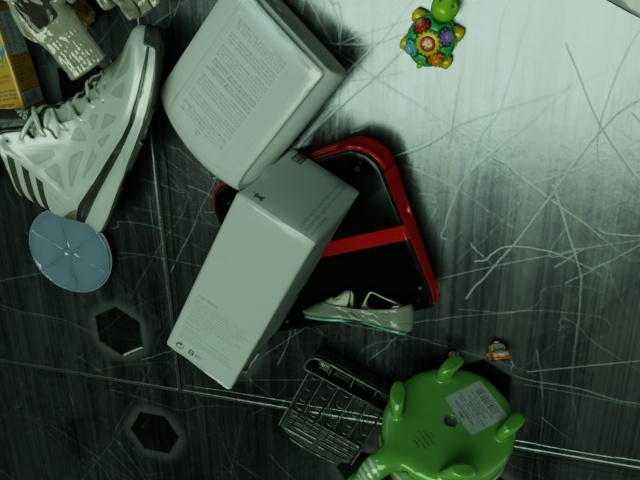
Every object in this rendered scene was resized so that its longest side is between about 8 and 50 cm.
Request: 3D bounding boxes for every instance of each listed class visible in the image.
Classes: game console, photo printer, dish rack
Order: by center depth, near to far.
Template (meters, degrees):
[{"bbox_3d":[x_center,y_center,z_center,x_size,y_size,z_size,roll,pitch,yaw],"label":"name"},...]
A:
[{"bbox_3d":[-0.133,-0.260,1.305,0.256,0.107,0.307,49,119,12],"label":"photo printer"},{"bbox_3d":[0.000,0.000,1.419,0.386,0.060,0.342,-12,111,30],"label":"game console"},{"bbox_3d":[0.028,0.368,1.587,0.208,0.074,0.272,29,119,4],"label":"dish rack"}]

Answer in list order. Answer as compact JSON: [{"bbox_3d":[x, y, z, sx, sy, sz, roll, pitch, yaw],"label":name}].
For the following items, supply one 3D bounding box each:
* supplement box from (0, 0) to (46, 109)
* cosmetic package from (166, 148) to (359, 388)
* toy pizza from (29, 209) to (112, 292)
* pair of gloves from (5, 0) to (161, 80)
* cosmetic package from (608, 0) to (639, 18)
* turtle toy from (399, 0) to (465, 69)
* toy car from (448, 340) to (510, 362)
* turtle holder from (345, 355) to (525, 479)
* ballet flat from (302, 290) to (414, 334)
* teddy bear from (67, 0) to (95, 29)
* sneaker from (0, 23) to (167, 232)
[{"bbox_3d":[-0.613,-0.343,1.462,0.078,0.080,0.234,-5,110,17],"label":"supplement box"},{"bbox_3d":[-0.106,0.051,1.331,0.156,0.217,0.385,35,128,4],"label":"cosmetic package"},{"bbox_3d":[-0.540,0.020,1.630,0.201,0.032,0.201,6,116,13],"label":"toy pizza"},{"bbox_3d":[-0.402,-0.417,1.261,0.240,0.042,0.204,-45,100,2],"label":"pair of gloves"},{"bbox_3d":[0.439,-0.395,1.080,0.237,0.127,0.107,27,118,2],"label":"cosmetic package"},{"bbox_3d":[0.184,-0.339,1.219,0.095,0.066,0.130,26,119,5],"label":"turtle toy"},{"bbox_3d":[0.303,0.218,1.444,0.122,0.060,0.041,-7,79,13],"label":"toy car"},{"bbox_3d":[0.217,0.401,1.412,0.243,0.320,0.227,27,143,17],"label":"turtle holder"},{"bbox_3d":[0.072,0.125,1.389,0.213,0.072,0.068,8,92,20],"label":"ballet flat"},{"bbox_3d":[-0.460,-0.519,1.287,0.245,0.113,0.338,21,118,-33],"label":"teddy bear"},{"bbox_3d":[-0.454,-0.222,1.371,0.257,0.169,0.448,19,123,-19],"label":"sneaker"}]
